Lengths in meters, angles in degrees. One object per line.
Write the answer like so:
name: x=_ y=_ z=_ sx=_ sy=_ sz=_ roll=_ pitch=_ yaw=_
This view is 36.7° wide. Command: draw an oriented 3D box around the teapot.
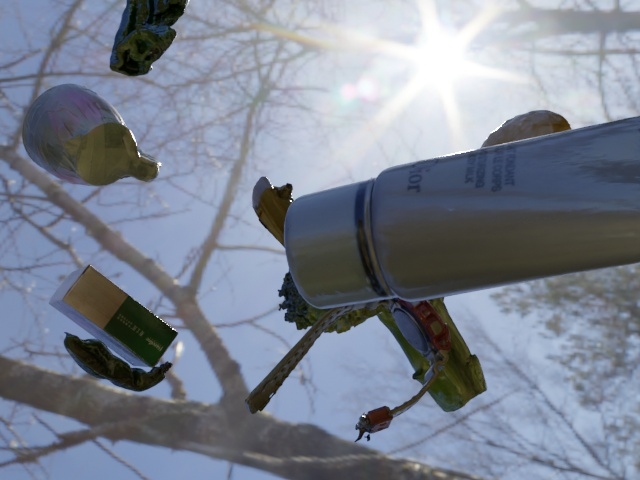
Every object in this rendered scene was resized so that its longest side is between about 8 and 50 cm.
teapot: x=-0.397 y=-0.154 z=1.688 sx=0.163 sy=0.178 sz=0.221 roll=-46 pitch=-41 yaw=-13

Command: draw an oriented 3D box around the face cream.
face cream: x=0.132 y=-0.018 z=0.607 sx=0.143 sy=0.315 sz=0.089 roll=-74 pitch=-33 yaw=-50

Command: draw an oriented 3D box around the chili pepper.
chili pepper: x=-0.246 y=-0.323 z=1.399 sx=0.083 sy=0.099 sz=0.253 roll=45 pitch=-145 yaw=-29

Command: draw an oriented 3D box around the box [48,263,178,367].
box: x=-0.357 y=0.132 z=1.655 sx=0.199 sy=0.135 sz=0.081 roll=42 pitch=-111 yaw=-14

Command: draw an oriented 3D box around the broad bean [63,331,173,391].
broad bean: x=-0.318 y=0.191 z=1.477 sx=0.195 sy=0.046 sz=0.061 roll=23 pitch=-92 yaw=-38

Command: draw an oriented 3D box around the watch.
watch: x=0.049 y=0.172 z=1.259 sx=0.268 sy=0.165 sz=0.102 roll=-43 pitch=-13 yaw=-21

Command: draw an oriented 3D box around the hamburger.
hamburger: x=0.280 y=-0.092 z=1.272 sx=0.115 sy=0.162 sz=0.162 roll=35 pitch=-116 yaw=-31

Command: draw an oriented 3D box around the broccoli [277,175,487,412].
broccoli: x=0.108 y=0.100 z=1.544 sx=0.275 sy=0.353 sz=0.396 roll=-110 pitch=20 yaw=-76

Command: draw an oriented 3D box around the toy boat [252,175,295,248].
toy boat: x=0.000 y=0.000 z=1.697 sx=0.115 sy=0.089 sz=0.310 roll=-39 pitch=-66 yaw=3
